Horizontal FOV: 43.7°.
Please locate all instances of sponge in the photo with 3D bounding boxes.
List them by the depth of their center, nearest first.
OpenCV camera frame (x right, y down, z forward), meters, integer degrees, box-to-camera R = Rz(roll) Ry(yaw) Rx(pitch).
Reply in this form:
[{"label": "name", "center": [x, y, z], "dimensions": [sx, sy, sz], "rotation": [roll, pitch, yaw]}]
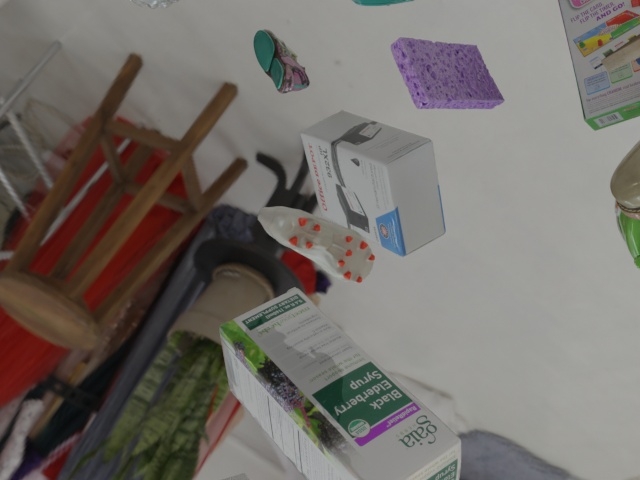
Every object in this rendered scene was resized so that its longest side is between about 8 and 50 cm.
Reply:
[{"label": "sponge", "center": [0.212, -0.273, 1.318], "dimensions": [0.031, 0.210, 0.117], "rotation": [-35, 71, 45]}]

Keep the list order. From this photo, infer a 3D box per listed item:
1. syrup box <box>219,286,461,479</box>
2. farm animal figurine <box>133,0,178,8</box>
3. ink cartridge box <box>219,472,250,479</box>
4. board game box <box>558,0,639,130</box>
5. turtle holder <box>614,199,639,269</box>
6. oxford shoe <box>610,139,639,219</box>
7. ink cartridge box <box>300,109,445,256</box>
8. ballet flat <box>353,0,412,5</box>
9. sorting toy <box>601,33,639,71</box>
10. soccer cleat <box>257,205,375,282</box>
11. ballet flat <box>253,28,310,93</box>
[{"label": "syrup box", "center": [0.011, 0.154, 0.719], "dimensions": [0.237, 0.093, 0.096], "rotation": [39, 144, 41]}, {"label": "farm animal figurine", "center": [-0.080, -0.401, 0.726], "dimensions": [0.330, 0.327, 0.172], "rotation": [-26, 165, 8]}, {"label": "ink cartridge box", "center": [-0.168, 0.502, 1.491], "dimensions": [0.180, 0.104, 0.060], "rotation": [-172, 70, -77]}, {"label": "board game box", "center": [0.580, -0.390, 1.466], "dimensions": [0.242, 0.316, 0.064], "rotation": [-17, 158, 32]}, {"label": "turtle holder", "center": [0.652, -0.054, 1.329], "dimensions": [0.320, 0.227, 0.243], "rotation": [2, 124, 2]}, {"label": "oxford shoe", "center": [0.457, -0.186, 0.909], "dimensions": [0.146, 0.140, 0.397], "rotation": [23, 127, -19]}, {"label": "ink cartridge box", "center": [0.109, -0.129, 1.714], "dimensions": [0.307, 0.129, 0.223], "rotation": [29, 141, 50]}, {"label": "ballet flat", "center": [0.227, -0.564, 1.566], "dimensions": [0.409, 0.147, 0.147], "rotation": [-2, 136, 36]}, {"label": "sorting toy", "center": [0.571, -0.316, 1.147], "dimensions": [0.089, 0.255, 0.257], "rotation": [55, -176, -1]}, {"label": "soccer cleat", "center": [0.000, 0.000, 1.054], "dimensions": [0.076, 0.068, 0.196], "rotation": [29, 180, 45]}, {"label": "ballet flat", "center": [-0.076, -0.366, 1.650], "dimensions": [0.079, 0.221, 0.077], "rotation": [5, 124, -27]}]
